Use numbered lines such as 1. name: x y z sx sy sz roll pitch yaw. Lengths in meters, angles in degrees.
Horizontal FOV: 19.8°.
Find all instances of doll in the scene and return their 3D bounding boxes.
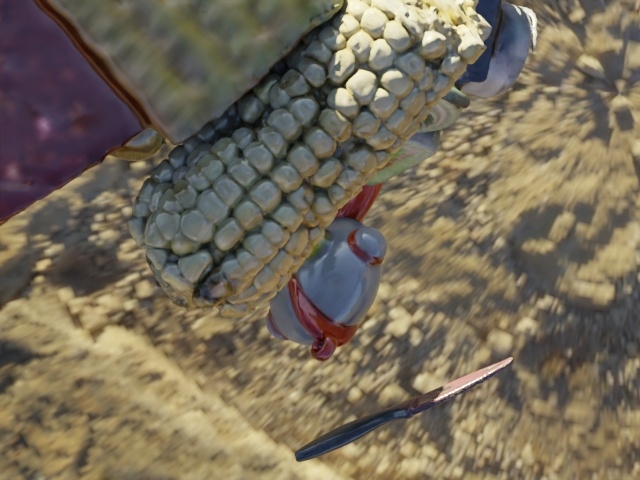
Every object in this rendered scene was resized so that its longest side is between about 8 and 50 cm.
1. doll: 0.000 0.000 1.921 0.105 0.336 0.200 31 127 -27

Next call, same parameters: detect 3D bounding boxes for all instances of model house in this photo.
1. model house: -0.114 -0.148 0.876 0.254 0.160 0.196 -25 119 30

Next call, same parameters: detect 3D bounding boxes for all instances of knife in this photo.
1. knife: 0.086 0.173 1.879 0.247 0.035 0.018 -25 102 3

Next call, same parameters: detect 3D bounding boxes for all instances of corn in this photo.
1. corn: -0.004 -0.052 0.876 0.087 0.087 0.211 45 99 3

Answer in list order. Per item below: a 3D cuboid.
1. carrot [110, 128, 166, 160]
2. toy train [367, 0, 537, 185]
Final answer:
1. carrot: -0.266 -0.139 1.531 0.298 0.078 0.078 17 97 5
2. toy train: -0.032 -0.150 1.189 0.307 0.249 0.173 14 76 -20
